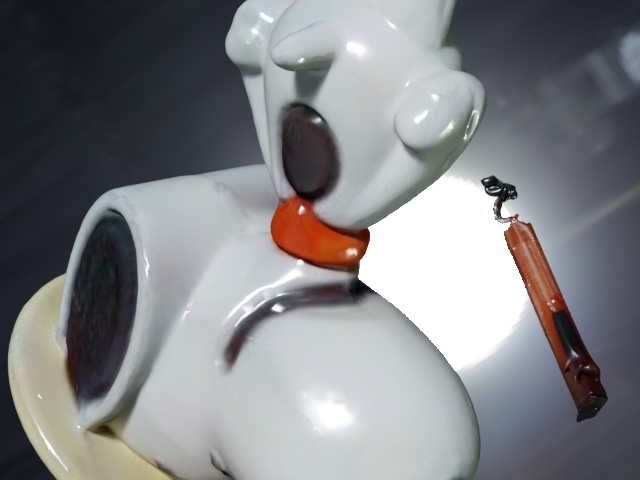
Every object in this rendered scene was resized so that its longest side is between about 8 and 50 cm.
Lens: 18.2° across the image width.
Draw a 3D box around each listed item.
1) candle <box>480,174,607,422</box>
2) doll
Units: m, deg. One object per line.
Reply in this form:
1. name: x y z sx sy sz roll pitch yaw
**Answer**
1. candle: 0.124 0.025 1.113 0.026 0.021 0.167 84 -11 -53
2. doll: -0.013 -0.014 0.741 0.208 0.144 0.271 10 -76 38
